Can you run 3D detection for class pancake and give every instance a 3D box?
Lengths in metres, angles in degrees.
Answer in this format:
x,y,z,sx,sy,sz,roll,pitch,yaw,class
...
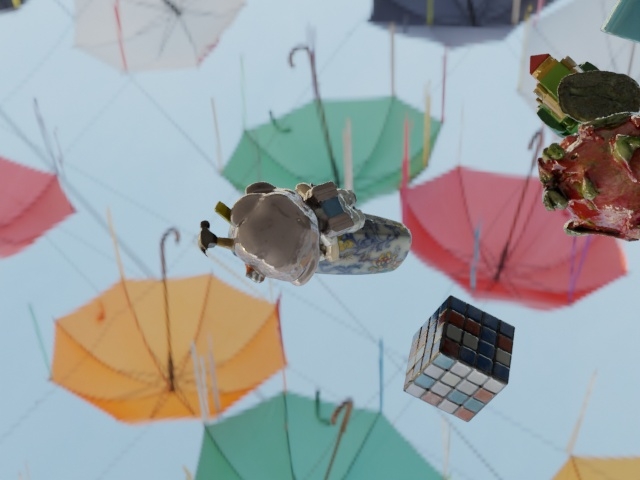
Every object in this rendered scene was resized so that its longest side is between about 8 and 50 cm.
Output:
x,y,z,sx,sy,sz,roll,pitch,yaw,class
0.337,-0.173,1.570,0.108,0.017,0.108,-1,-134,1,pancake

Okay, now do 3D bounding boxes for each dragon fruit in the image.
x,y,z,sx,sy,sz,roll,pitch,yaw,class
0.331,-0.066,1.431,0.172,0.160,0.166,-10,-134,16,dragon fruit

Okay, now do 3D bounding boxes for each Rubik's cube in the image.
x,y,z,sx,sy,sz,roll,pitch,yaw,class
0.161,0.138,1.508,0.092,0.092,0.092,27,-136,-10,Rubik's cube

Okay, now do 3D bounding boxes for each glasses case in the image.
x,y,z,sx,sy,sz,roll,pitch,yaw,class
0.000,0.000,1.702,0.248,0.087,0.065,5,-135,-24,glasses case

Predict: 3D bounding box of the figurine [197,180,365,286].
x,y,z,sx,sy,sz,roll,pitch,yaw,class
-0.034,-0.014,1.584,0.229,0.112,0.137,-18,-92,-40,figurine

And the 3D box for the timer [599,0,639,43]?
x,y,z,sx,sy,sz,roll,pitch,yaw,class
0.425,-0.190,1.293,0.250,0.091,0.232,33,-161,19,timer

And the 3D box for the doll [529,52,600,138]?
x,y,z,sx,sy,sz,roll,pitch,yaw,class
0.359,-0.197,1.823,0.106,0.186,0.134,-45,-125,10,doll
